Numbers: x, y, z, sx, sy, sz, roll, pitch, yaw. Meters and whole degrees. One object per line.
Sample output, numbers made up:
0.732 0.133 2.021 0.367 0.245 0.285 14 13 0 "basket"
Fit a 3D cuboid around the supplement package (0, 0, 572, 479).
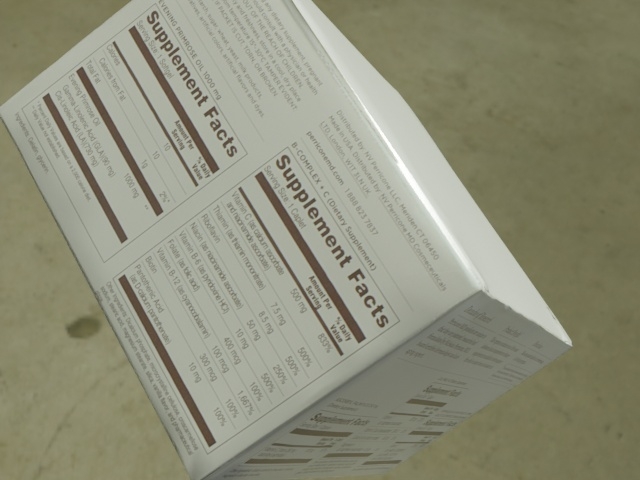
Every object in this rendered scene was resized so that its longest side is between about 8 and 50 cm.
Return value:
0.000 0.000 0.582 0.204 0.145 0.262 58 11 20 "supplement package"
